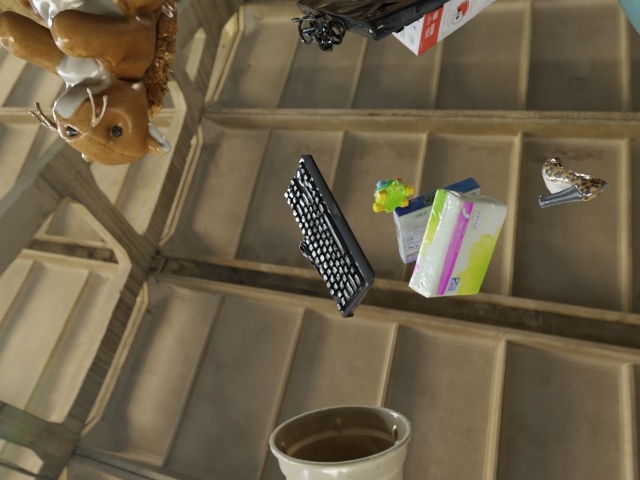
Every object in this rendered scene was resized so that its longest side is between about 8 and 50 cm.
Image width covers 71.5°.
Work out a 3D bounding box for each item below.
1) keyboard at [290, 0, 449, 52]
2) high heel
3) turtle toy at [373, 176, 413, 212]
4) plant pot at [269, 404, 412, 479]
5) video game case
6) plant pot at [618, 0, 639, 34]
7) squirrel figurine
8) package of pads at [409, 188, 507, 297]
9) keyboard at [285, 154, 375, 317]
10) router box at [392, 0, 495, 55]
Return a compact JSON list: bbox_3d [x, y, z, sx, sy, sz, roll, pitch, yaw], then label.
[{"bbox_3d":[0.028,-0.185,0.376,0.100,0.038,0.192,-24,-145,-3],"label":"keyboard"},{"bbox_3d":[0.812,-0.207,1.417,0.186,0.093,0.261,-15,-146,43],"label":"high heel"},{"bbox_3d":[0.173,-0.113,1.126,0.095,0.130,0.066,-12,-118,-12],"label":"turtle toy"},{"bbox_3d":[0.065,0.595,1.040,0.334,0.334,0.305,-7,-92,8],"label":"plant pot"},{"bbox_3d":[0.379,-0.059,1.449,0.269,0.244,0.061,-20,-132,0],"label":"video game case"},{"bbox_3d":[0.432,-0.341,0.466,0.195,0.290,0.290,39,-112,19],"label":"plant pot"},{"bbox_3d":[-0.380,-0.334,0.842,0.281,0.370,0.397,-8,-168,9],"label":"squirrel figurine"},{"bbox_3d":[0.397,0.013,1.266,0.229,0.296,0.101,2,-160,-36],"label":"package of pads"},{"bbox_3d":[0.000,0.000,0.506,0.023,0.108,0.180,-10,-123,-25],"label":"keyboard"},{"bbox_3d":[0.243,-0.484,0.631,0.301,0.335,0.082,-38,-108,-8],"label":"router box"}]
